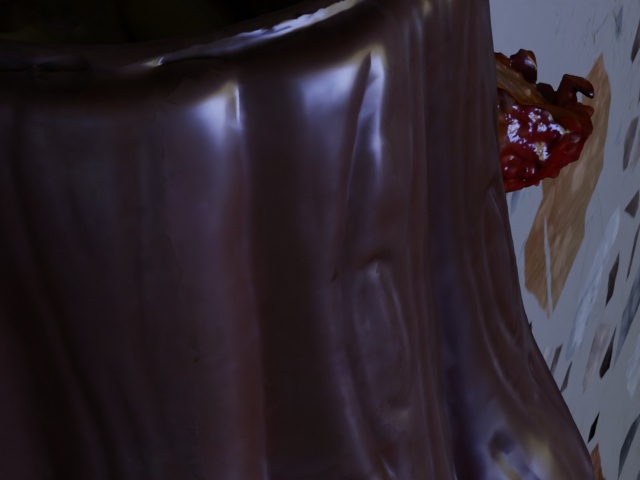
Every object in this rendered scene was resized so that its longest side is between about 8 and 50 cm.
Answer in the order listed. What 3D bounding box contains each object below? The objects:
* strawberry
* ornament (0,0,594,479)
[{"bbox_3d":[0.080,-0.060,0.902,0.082,0.121,0.188,-58,163,13],"label":"strawberry"},{"bbox_3d":[-0.037,-0.005,0.525,0.221,0.235,0.217,-90,177,-53],"label":"ornament"}]
